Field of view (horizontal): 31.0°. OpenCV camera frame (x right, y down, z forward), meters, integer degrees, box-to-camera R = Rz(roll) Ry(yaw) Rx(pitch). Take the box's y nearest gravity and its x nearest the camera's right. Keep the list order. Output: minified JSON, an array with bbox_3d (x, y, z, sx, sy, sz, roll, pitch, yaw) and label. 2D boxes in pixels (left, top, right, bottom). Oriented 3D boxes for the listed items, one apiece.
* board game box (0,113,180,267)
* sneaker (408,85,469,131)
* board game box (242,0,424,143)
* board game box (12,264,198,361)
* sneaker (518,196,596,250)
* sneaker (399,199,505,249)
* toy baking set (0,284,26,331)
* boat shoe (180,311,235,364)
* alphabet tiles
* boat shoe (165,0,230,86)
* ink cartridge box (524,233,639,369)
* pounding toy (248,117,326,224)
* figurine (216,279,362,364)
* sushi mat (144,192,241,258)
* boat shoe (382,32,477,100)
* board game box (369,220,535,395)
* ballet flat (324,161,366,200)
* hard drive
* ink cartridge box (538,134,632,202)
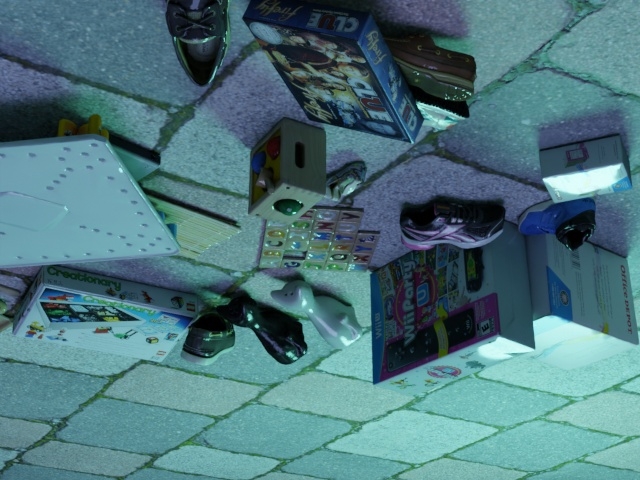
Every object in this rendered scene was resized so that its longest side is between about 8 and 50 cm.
[{"bbox_3d":[-0.452,-0.064,1.772,0.390,0.050,0.390,-4,155,9],"label":"board game box"},{"bbox_3d":[0.124,-0.186,1.570,0.161,0.057,0.075,17,143,-36],"label":"sneaker"},{"bbox_3d":[0.022,-0.214,1.462,0.165,0.042,0.243,16,162,28],"label":"board game box"},{"bbox_3d":[-0.410,0.144,2.205,0.305,0.053,0.193,14,140,-25],"label":"board game box"},{"bbox_3d":[0.382,-0.019,1.870,0.058,0.084,0.152,22,147,-36],"label":"sneaker"},{"bbox_3d":[0.211,-0.031,1.871,0.178,0.072,0.077,-12,141,11],"label":"sneaker"},{"bbox_3d":[-0.645,0.127,2.231,0.197,0.030,0.256,8,152,-16],"label":"toy baking set"},{"bbox_3d":[-0.205,0.176,2.208,0.081,0.068,0.228,16,-168,5],"label":"boat shoe"},{"bbox_3d":[0.000,0.000,1.997,0.198,0.009,0.237,3,154,-6],"label":"alphabet tiles"},{"bbox_3d":[-0.145,-0.267,1.391,0.080,0.073,0.223,0,154,0],"label":"boat shoe"},{"bbox_3d":[0.413,0.105,2.022,0.233,0.171,0.168,21,147,-34],"label":"ink cartridge box"},{"bbox_3d":[-0.057,-0.093,1.664,0.100,0.141,0.130,15,150,-26],"label":"pounding toy"},{"bbox_3d":[-0.059,0.146,2.212,0.215,0.092,0.209,-19,144,32],"label":"figurine"},{"bbox_3d":[-0.299,-0.039,1.912,0.317,0.019,0.151,20,146,-34],"label":"sushi mat"},{"bbox_3d":[0.118,-0.233,1.476,0.178,0.060,0.064,17,167,-15],"label":"boat shoe"},{"bbox_3d":[0.219,0.118,1.991,0.097,0.224,0.303,19,147,-33],"label":"board game box"},{"bbox_3d":[0.028,-0.084,1.795,0.041,0.041,0.114,19,148,-33],"label":"ballet flat"},{"bbox_3d":[-0.322,-0.126,1.733,0.135,0.022,0.094,23,146,-37],"label":"hard drive"},{"bbox_3d":[0.398,-0.106,1.735,0.122,0.052,0.088,-10,152,22],"label":"ink cartridge box"}]
